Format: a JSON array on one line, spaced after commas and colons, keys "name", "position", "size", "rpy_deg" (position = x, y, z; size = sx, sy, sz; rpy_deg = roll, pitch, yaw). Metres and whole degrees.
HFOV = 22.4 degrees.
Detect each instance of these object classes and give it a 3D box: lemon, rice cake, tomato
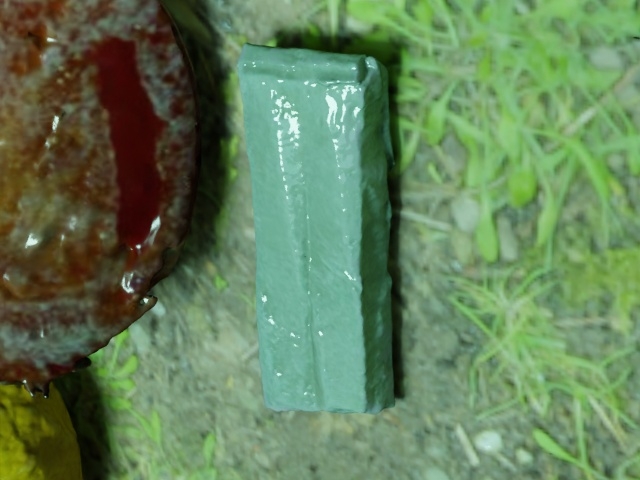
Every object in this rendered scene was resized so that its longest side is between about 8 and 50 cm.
[{"name": "lemon", "position": [-0.230, 0.136, 1.056], "size": [0.142, 0.142, 0.187], "rpy_deg": [8, 118, 31]}, {"name": "rice cake", "position": [0.000, 0.000, 0.900], "size": [0.085, 0.040, 0.226], "rpy_deg": [12, 117, 29]}, {"name": "tomato", "position": [-0.227, -0.059, 0.931], "size": [0.170, 0.309, 0.309], "rpy_deg": [-141, 39, -64]}]
